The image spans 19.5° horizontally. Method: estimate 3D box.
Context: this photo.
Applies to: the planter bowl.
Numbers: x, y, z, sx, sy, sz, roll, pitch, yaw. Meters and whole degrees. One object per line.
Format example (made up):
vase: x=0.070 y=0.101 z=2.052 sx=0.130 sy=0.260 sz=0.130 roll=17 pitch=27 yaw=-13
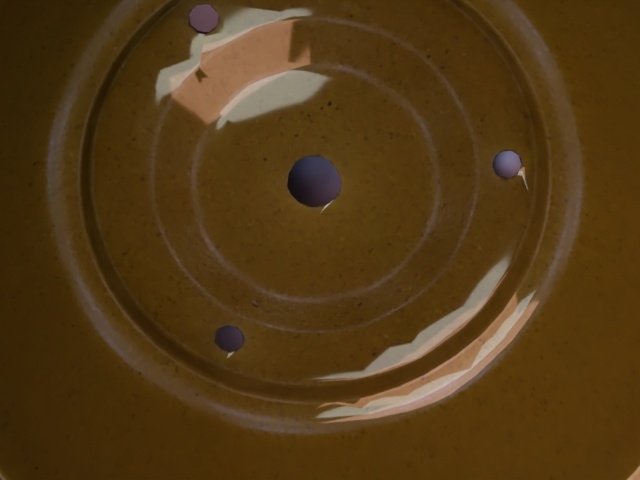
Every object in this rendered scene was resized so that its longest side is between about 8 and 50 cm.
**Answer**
planter bowl: x=0.000 y=0.000 z=0.351 sx=0.217 sy=0.090 sz=0.217 roll=-1 pitch=109 yaw=-3
